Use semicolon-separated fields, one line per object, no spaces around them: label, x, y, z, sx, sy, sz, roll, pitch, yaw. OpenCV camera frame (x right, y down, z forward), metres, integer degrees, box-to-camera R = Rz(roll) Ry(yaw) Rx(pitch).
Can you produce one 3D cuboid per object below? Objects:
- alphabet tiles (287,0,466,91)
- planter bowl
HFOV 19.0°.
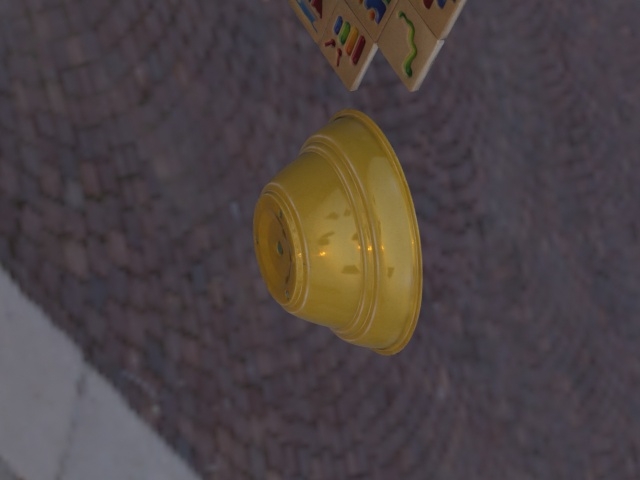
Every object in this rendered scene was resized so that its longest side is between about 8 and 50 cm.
alphabet tiles;0.048;-0.297;1.509;0.011;0.342;0.285;-10;54;-35
planter bowl;0.000;0.000;1.643;0.090;0.217;0.217;-10;90;-21
